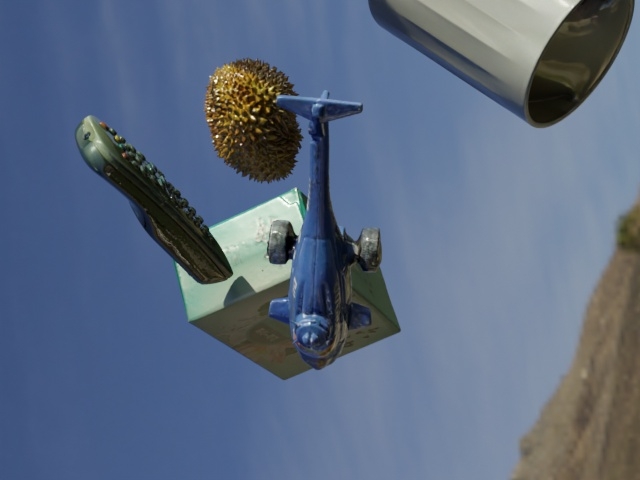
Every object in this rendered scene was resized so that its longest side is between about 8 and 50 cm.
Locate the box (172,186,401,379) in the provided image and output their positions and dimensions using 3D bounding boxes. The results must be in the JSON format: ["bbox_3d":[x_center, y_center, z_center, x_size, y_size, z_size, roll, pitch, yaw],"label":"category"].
[{"bbox_3d":[-0.031,0.052,1.490,0.245,0.153,0.092,41,-152,-60],"label":"box"}]

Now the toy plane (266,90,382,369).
[{"bbox_3d":[0.000,0.000,0.648,0.062,0.054,0.167,-79,-8,-50],"label":"toy plane"}]

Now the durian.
[{"bbox_3d":[-0.089,-0.164,1.876,0.158,0.137,0.168,61,-177,39],"label":"durian"}]

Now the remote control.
[{"bbox_3d":[-0.145,-0.031,1.272,0.222,0.042,0.072,50,-175,-46],"label":"remote control"}]

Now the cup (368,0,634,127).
[{"bbox_3d":[0.249,-0.369,1.978,0.236,0.327,0.323,-23,-38,-42],"label":"cup"}]
